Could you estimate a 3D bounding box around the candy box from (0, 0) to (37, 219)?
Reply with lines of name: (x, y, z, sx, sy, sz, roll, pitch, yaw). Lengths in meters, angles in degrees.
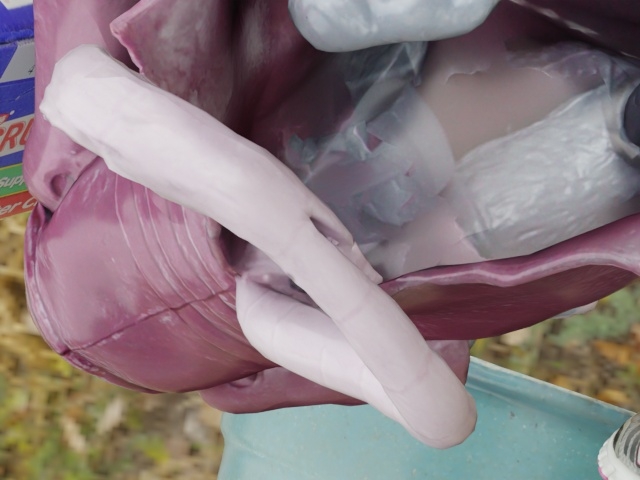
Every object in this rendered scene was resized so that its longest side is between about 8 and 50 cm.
candy box: (-0.206, -0.148, 0.789, 0.317, 0.268, 0.122, 45, 120, 18)

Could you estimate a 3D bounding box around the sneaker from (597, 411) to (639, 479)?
sneaker: (0.167, 0.094, 0.844, 0.075, 0.063, 0.170, -53, 3, 5)

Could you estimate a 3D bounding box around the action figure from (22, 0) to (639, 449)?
action figure: (0.000, 0.000, 0.626, 0.370, 0.248, 0.275, -27, 23, 52)

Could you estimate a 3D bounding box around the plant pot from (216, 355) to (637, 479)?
plant pot: (0.060, 0.235, 1.126, 0.341, 0.341, 0.334, 14, 84, 51)
